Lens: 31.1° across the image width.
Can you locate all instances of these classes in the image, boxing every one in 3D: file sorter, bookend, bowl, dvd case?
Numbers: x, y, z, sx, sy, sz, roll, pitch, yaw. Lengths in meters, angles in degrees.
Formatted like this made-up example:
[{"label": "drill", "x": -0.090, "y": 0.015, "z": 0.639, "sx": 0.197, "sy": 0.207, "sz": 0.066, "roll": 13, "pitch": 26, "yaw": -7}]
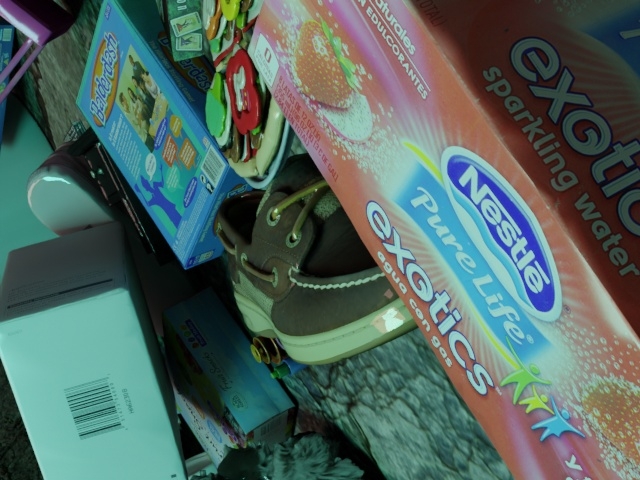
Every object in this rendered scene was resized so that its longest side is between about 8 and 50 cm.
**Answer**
[{"label": "file sorter", "x": -0.427, "y": -0.239, "z": 1.151, "sx": 0.290, "sy": 0.182, "sz": 0.202, "roll": 38, "pitch": -173, "yaw": -13}, {"label": "bookend", "x": -0.190, "y": -0.053, "z": 1.212, "sx": 0.156, "sy": 0.072, "sz": 0.157, "roll": 65, "pitch": 158, "yaw": -6}, {"label": "bowl", "x": -0.488, "y": -0.055, "z": 1.749, "sx": 0.311, "sy": 0.163, "sz": 0.312, "roll": 47, "pitch": 152, "yaw": 35}, {"label": "dvd case", "x": -0.293, "y": -0.089, "z": 1.478, "sx": 0.119, "sy": 0.013, "sz": 0.087, "roll": 64, "pitch": 158, "yaw": 0}]

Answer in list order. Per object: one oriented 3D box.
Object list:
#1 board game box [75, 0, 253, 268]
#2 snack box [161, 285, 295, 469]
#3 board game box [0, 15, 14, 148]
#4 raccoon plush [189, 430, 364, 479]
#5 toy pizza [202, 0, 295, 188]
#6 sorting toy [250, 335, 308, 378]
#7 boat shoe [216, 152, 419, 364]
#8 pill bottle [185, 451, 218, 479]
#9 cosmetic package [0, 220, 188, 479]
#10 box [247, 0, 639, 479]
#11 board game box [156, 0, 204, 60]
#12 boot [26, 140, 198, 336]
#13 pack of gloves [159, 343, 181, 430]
[{"label": "board game box", "x": -0.139, "y": -0.104, "z": 1.035, "sx": 0.210, "sy": 0.047, "sz": 0.160, "roll": 54, "pitch": 144, "yaw": 19}, {"label": "snack box", "x": -0.106, "y": 0.180, "z": 1.295, "sx": 0.174, "sy": 0.070, "sz": 0.207, "roll": 52, "pitch": 157, "yaw": 26}, {"label": "board game box", "x": -0.474, "y": -0.227, "z": 1.591, "sx": 0.136, "sy": 0.035, "sz": 0.201, "roll": 40, "pitch": 126, "yaw": 43}, {"label": "raccoon plush", "x": 0.006, "y": 0.399, "z": 1.094, "sx": 0.446, "sy": 0.216, "sz": 0.299, "roll": 50, "pitch": 163, "yaw": 46}, {"label": "toy pizza", "x": -0.055, "y": -0.135, "z": 0.784, "sx": 0.201, "sy": 0.032, "sz": 0.201, "roll": 176, "pitch": 90, "yaw": -72}, {"label": "sorting toy", "x": -0.039, "y": 0.100, "z": 1.094, "sx": 0.061, "sy": 0.042, "sz": 0.102, "roll": 60, "pitch": 157, "yaw": 8}, {"label": "boat shoe", "x": 0.000, "y": 0.000, "z": 0.801, "sx": 0.123, "sy": 0.123, "sz": 0.342, "roll": 65, "pitch": 164, "yaw": -9}, {"label": "pill bottle", "x": -0.134, "y": 0.380, "z": 1.532, "sx": 0.180, "sy": 0.108, "sz": 0.108, "roll": 66, "pitch": 158, "yaw": -6}, {"label": "cosmetic package", "x": -0.235, "y": 0.128, "z": 1.188, "sx": 0.225, "sy": 0.138, "sz": 0.224, "roll": -118, "pitch": 14, "yaw": -70}, {"label": "box", "x": 0.116, "y": -0.023, "z": 0.472, "sx": 0.300, "sy": 0.154, "sz": 0.142, "roll": 59, "pitch": 157, "yaw": 13}, {"label": "board game box", "x": -0.115, "y": -0.269, "z": 0.808, "sx": 0.260, "sy": 0.030, "sz": 0.136, "roll": 91, "pitch": 166, "yaw": -51}, {"label": "boot", "x": -0.223, "y": -0.009, "z": 1.339, "sx": 0.258, "sy": 0.095, "sz": 0.123, "roll": 50, "pitch": -158, "yaw": -19}, {"label": "pack of gloves", "x": -0.232, "y": 0.141, "z": 1.590, "sx": 0.232, "sy": 0.046, "sz": 0.195, "roll": 61, "pitch": 169, "yaw": 12}]
